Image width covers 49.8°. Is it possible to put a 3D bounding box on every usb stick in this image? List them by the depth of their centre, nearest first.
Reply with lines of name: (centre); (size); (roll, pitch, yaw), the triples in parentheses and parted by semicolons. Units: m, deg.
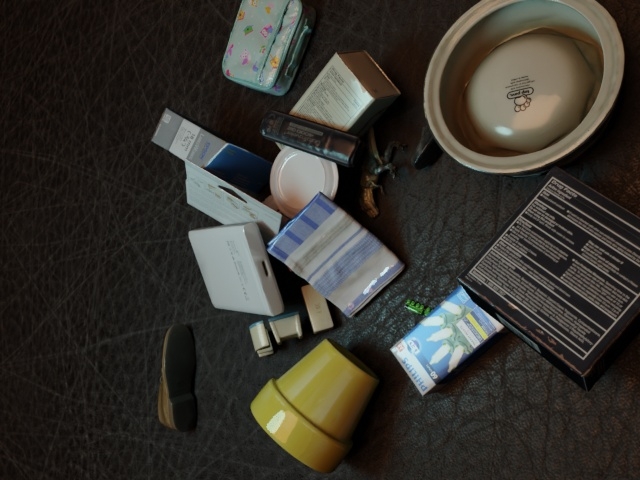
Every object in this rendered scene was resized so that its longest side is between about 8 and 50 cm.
usb stick: (-0.023, -0.243, 1.625); (0.278, 0.045, 0.077); (22, 93, 28)

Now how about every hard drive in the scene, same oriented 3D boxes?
hard drive: (-0.226, 0.073, 1.795); (0.353, 0.047, 0.233); (-3, 107, 58)

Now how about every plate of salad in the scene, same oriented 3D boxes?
plate of salad: (-0.037, -0.146, 1.675); (0.199, 0.048, 0.200); (0, 89, 32)

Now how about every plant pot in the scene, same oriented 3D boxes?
plant pot: (0.003, 0.371, 1.624); (0.254, 0.254, 0.239); (37, 90, 32)

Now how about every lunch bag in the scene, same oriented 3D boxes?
lunch bag: (-0.140, -0.552, 1.900); (0.224, 0.108, 0.279); (25, 99, 34)

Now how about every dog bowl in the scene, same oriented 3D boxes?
dog bowl: (0.428, -0.314, 1.436); (0.407, 0.150, 0.408); (-8, 74, 31)

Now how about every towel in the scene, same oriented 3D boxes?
towel: (0.037, 0.041, 1.649); (0.285, 0.034, 0.209); (40, 112, -14)

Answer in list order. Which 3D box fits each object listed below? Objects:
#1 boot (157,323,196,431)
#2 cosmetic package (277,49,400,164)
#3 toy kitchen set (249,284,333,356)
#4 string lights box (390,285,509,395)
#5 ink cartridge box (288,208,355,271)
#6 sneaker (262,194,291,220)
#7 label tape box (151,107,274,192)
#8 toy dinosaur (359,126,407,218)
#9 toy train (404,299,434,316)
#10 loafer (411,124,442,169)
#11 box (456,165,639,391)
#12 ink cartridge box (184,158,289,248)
boot: (-0.433, 0.395, 2.001); (0.115, 0.112, 0.306); (-6, 83, 45)
cosmetic package: (0.033, -0.304, 1.683); (0.153, 0.129, 0.296); (54, 129, 10)
toy kitchen set: (-0.082, 0.210, 1.801); (0.207, 0.166, 0.122); (-15, 74, -5)
string lights box: (0.295, 0.212, 1.528); (0.260, 0.076, 0.133); (-47, 62, 21)
ink cartridge box: (0.000, 0.000, 1.726); (0.175, 0.127, 0.072); (-43, 63, 23)
sneaker: (-0.145, -0.060, 1.872); (0.235, 0.090, 0.095); (-31, 56, 24)
label tape box: (-0.258, -0.220, 1.858); (0.333, 0.240, 0.106); (31, 96, 34)
toy dinosaur: (0.146, -0.193, 1.692); (0.118, 0.064, 0.268); (-4, 79, 41)
toy train: (0.232, 0.162, 1.610); (0.083, 0.017, 0.024); (20, 68, 35)
loafer: (0.263, -0.245, 1.621); (0.061, 0.062, 0.170); (41, 98, 40)
box: (0.479, 0.073, 1.315); (0.294, 0.183, 0.296); (-49, 59, 0)
ink cartridge box: (-0.205, -0.097, 1.701); (0.275, 0.239, 0.060); (30, 65, 5)
